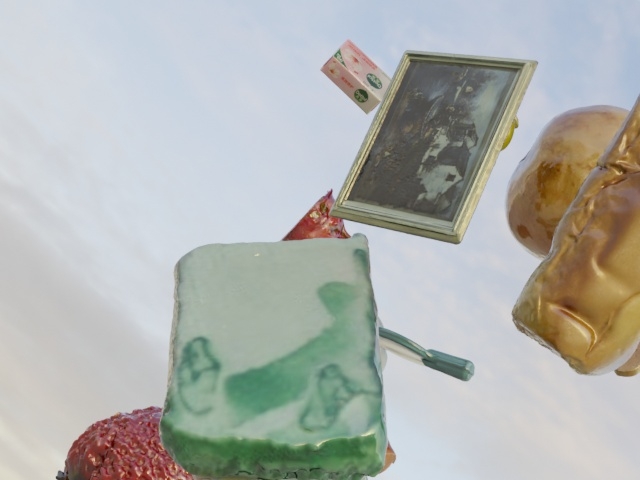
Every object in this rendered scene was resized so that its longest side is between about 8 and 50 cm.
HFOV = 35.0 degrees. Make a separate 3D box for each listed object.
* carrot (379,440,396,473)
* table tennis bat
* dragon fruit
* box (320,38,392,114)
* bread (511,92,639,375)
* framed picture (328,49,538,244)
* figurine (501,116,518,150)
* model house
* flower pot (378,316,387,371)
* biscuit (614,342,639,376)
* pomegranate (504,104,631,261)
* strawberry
[{"bbox_3d":[0.064,0.313,1.759,0.193,0.087,0.087,54,-6,46],"label":"carrot"},{"bbox_3d":[0.163,0.186,1.656,0.201,0.033,0.124,16,-17,38],"label":"table tennis bat"},{"bbox_3d":[0.000,0.000,1.785,0.111,0.153,0.153,42,-24,2],"label":"dragon fruit"},{"bbox_3d":[0.070,-0.306,1.890,0.125,0.089,0.043,42,-51,-8],"label":"box"},{"bbox_3d":[0.314,-0.004,1.032,0.132,0.294,0.167,31,0,14],"label":"bread"},{"bbox_3d":[0.154,-0.146,1.445,0.232,0.296,0.019,12,-19,38],"label":"framed picture"},{"bbox_3d":[0.223,-0.159,1.754,0.218,0.327,0.169,-6,-51,39],"label":"figurine"},{"bbox_3d":[-0.034,0.200,0.998,0.194,0.267,0.325,-4,-50,1],"label":"model house"},{"bbox_3d":[0.027,0.233,2.193,0.195,0.246,0.246,49,-27,-21],"label":"flower pot"},{"bbox_3d":[0.733,0.224,2.365,0.158,0.240,0.035,-9,-53,10],"label":"biscuit"},{"bbox_3d":[0.532,-0.085,1.963,0.338,0.338,0.338,30,-25,15],"label":"pomegranate"},{"bbox_3d":[-0.303,0.392,1.780,0.261,0.258,0.261,28,3,-1],"label":"strawberry"}]
